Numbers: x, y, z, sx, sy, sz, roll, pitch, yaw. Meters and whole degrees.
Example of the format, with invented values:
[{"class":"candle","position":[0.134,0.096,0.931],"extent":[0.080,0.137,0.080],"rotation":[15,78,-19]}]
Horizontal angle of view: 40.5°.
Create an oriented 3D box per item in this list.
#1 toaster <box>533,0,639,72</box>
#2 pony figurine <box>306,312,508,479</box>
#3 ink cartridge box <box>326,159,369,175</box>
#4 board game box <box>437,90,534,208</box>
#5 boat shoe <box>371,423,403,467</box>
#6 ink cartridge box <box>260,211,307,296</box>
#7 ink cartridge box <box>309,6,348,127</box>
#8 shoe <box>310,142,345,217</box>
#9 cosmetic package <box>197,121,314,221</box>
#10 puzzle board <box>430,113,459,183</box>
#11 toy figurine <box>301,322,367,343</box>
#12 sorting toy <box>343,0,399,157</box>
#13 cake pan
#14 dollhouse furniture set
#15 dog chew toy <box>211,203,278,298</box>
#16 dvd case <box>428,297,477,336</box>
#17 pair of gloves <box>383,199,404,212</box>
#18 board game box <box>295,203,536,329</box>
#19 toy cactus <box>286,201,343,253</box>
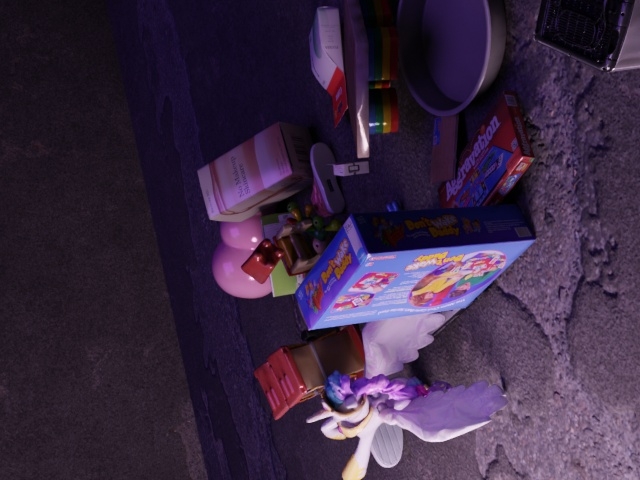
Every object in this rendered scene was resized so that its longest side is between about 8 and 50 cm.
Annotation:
[{"class":"toaster","position":[0.392,-0.327,1.171],"extent":[0.185,0.110,0.168],"rotation":[46,138,51]},{"class":"pony figurine","position":[0.145,0.310,1.691],"extent":[0.303,0.351,0.363],"rotation":[57,170,30]},{"class":"ink cartridge box","position":[0.061,-0.162,1.949],"extent":[0.048,0.083,0.028],"rotation":[16,112,63]},{"class":"board game box","position":[0.284,-0.115,1.529],"extent":[0.281,0.027,0.145],"rotation":[117,153,-52]},{"class":"boat shoe","position":[0.138,0.418,2.015],"extent":[0.076,0.083,0.226],"rotation":[104,160,-61]},{"class":"ink cartridge box","position":[-0.084,0.082,2.196],"extent":[0.189,0.097,0.255],"rotation":[86,174,-50]},{"class":"ink cartridge box","position":[0.015,-0.379,1.927],"extent":[0.181,0.056,0.224],"rotation":[135,132,-80]},{"class":"shoe","position":[0.001,-0.143,2.102],"extent":[0.081,0.063,0.178],"rotation":[-19,87,60]},{"class":"cosmetic package","position":[-0.158,-0.169,2.209],"extent":[0.296,0.129,0.153],"rotation":[-27,73,34]},{"class":"puzzle board","position":[0.235,-0.173,1.634],"extent":[0.096,0.011,0.128],"rotation":[176,99,-73]},{"class":"toy figurine","position":[0.065,0.180,2.005],"extent":[0.209,0.148,0.213],"rotation":[25,119,53]},{"class":"sorting toy","position":[0.102,-0.340,1.719],"extent":[0.257,0.089,0.255],"rotation":[-96,3,-49]},{"class":"cake pan","position":[0.233,-0.371,1.555],"extent":[0.293,0.054,0.293],"rotation":[32,127,58]},{"class":"dollhouse furniture set","position":[-0.061,0.162,1.861],"extent":[0.152,0.201,0.374],"rotation":[-47,62,50]},{"class":"dog chew toy","position":[-0.194,-0.012,2.415],"extent":[0.206,0.207,0.332],"rotation":[29,116,59]},{"class":"dvd case","position":[0.221,0.092,1.766],"extent":[0.179,0.030,0.238],"rotation":[70,153,21]},{"class":"pair of gloves","position":[0.141,0.013,1.875],"extent":[0.198,0.023,0.159],"rotation":[131,139,-59]},{"class":"board game box","position":[0.160,0.044,1.476],"extent":[0.233,0.347,0.078],"rotation":[-54,49,46]},{"class":"toy cactus","position":[0.000,0.000,2.100],"extent":[0.219,0.112,0.180],"rotation":[30,162,17]}]
